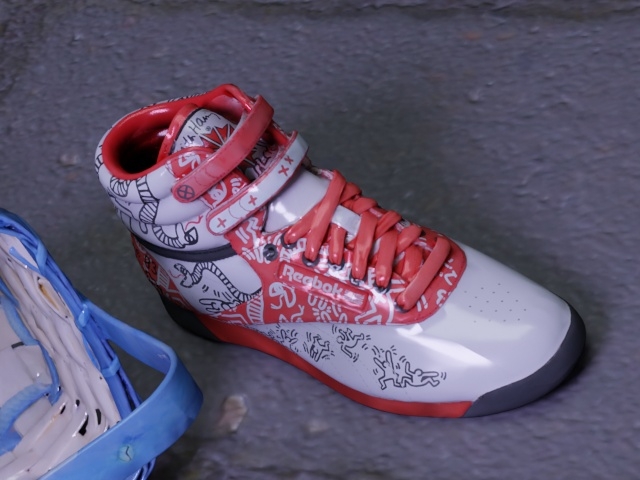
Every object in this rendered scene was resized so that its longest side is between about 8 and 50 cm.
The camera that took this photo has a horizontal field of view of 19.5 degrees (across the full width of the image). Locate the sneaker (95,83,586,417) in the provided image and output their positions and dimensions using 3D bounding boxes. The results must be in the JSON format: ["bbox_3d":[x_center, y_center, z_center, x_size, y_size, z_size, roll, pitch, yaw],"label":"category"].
[{"bbox_3d":[-0.001,0.001,0.959,0.270,0.145,0.090,13,53,36],"label":"sneaker"}]

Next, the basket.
[{"bbox_3d":[-0.205,0.108,0.895,0.255,0.201,0.289,-36,27,-13],"label":"basket"}]
